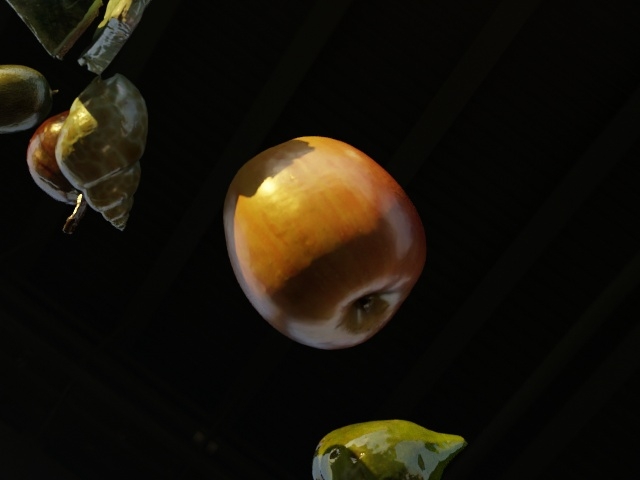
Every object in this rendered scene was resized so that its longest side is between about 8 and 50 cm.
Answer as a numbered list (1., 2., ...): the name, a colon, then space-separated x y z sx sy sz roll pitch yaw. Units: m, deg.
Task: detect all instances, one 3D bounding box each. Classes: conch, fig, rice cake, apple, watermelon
1. conch: -0.268 -0.119 1.124 0.106 0.116 0.173 29 -90 21
2. fig: 0.130 0.380 1.521 0.275 0.206 0.206 -17 -77 -16
3. rice cake: -0.249 -0.289 1.146 0.038 0.211 0.124 29 -103 -20
4. apple: 0.000 0.000 1.127 0.242 0.242 0.241 -48 -122 21
5. fig: -0.363 -0.121 1.366 0.148 0.202 0.149 -31 -71 -12
6. watermelon: -0.357 -0.302 1.177 0.154 0.241 0.094 41 -95 -3

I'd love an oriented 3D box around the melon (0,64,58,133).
1. melon: -0.522 -0.236 1.509 0.167 0.114 0.114 -8 -76 -4
